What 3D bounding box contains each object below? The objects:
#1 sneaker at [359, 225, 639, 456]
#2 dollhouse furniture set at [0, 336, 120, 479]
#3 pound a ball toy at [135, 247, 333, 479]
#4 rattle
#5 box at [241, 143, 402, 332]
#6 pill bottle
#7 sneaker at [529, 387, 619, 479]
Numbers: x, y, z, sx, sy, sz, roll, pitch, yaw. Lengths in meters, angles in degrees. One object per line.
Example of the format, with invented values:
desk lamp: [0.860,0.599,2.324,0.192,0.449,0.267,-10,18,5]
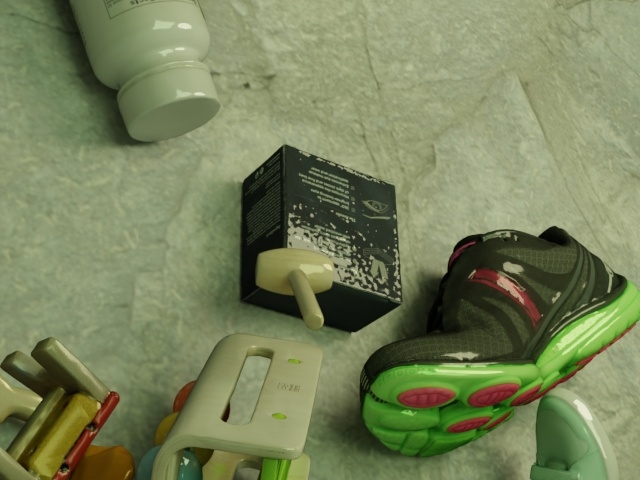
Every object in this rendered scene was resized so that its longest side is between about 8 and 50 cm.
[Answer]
sneaker: [0.186,0.101,1.321,0.483,0.185,0.202,-17,65,-50]
dollhouse furniture set: [-0.278,0.265,0.780,0.152,0.201,0.374,47,52,-19]
pound a ball toy: [-0.071,0.134,0.998,0.136,0.208,0.319,7,12,2]
rattle: [-0.266,0.147,0.941,0.130,0.143,0.199,-35,96,-26]
box: [0.000,0.000,1.261,0.156,0.093,0.158,18,55,-30]
pill bottle: [-0.190,-0.229,1.215,0.131,0.131,0.229,-9,72,-41]
sneaker: [0.245,0.297,1.249,0.151,0.094,0.255,-7,89,-33]
